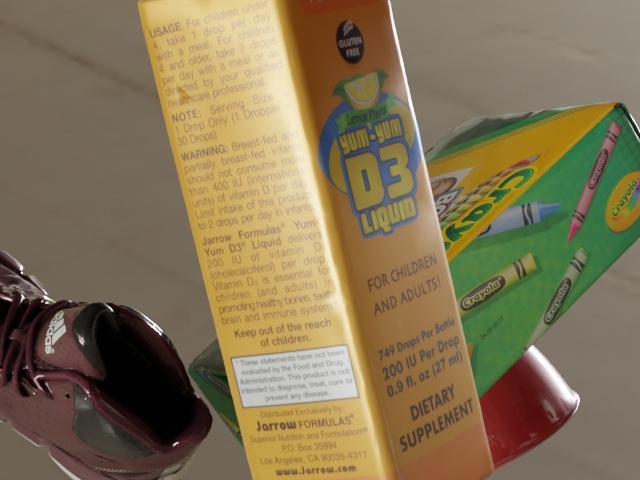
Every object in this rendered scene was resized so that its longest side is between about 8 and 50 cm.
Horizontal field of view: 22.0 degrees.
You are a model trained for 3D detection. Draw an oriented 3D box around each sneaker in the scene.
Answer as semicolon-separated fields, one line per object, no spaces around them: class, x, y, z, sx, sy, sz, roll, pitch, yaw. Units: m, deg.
sneaker;-0.176;0.043;0.934;0.281;0.162;0.106;30;-113;-9

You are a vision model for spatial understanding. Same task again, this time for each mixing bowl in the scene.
mixing bowl;0.097;0.113;1.260;0.181;0.098;0.181;-24;-172;3

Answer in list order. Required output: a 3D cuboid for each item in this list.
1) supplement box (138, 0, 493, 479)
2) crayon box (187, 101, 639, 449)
supplement box;0.000;0.000;0.681;0.080;0.233;0.078;-11;-174;38
crayon box;0.070;0.027;1.035;0.278;0.081;0.165;-41;-160;-25
